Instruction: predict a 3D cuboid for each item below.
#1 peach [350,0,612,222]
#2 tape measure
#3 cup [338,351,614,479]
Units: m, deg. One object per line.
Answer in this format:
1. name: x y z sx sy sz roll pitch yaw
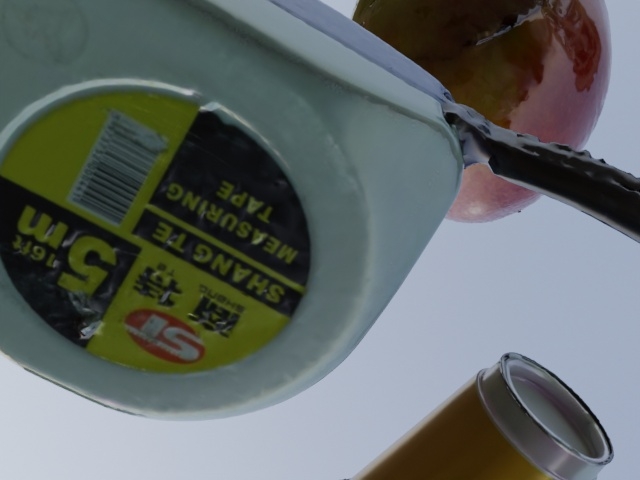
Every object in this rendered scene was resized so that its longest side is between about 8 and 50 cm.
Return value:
1. peach: 0.200 -0.206 1.239 0.370 0.370 0.369 -27 -130 37
2. tape measure: 0.000 0.000 0.425 0.215 0.351 0.098 -57 -170 29
3. cup: 0.128 0.246 0.909 0.279 0.196 0.196 -50 -141 22
